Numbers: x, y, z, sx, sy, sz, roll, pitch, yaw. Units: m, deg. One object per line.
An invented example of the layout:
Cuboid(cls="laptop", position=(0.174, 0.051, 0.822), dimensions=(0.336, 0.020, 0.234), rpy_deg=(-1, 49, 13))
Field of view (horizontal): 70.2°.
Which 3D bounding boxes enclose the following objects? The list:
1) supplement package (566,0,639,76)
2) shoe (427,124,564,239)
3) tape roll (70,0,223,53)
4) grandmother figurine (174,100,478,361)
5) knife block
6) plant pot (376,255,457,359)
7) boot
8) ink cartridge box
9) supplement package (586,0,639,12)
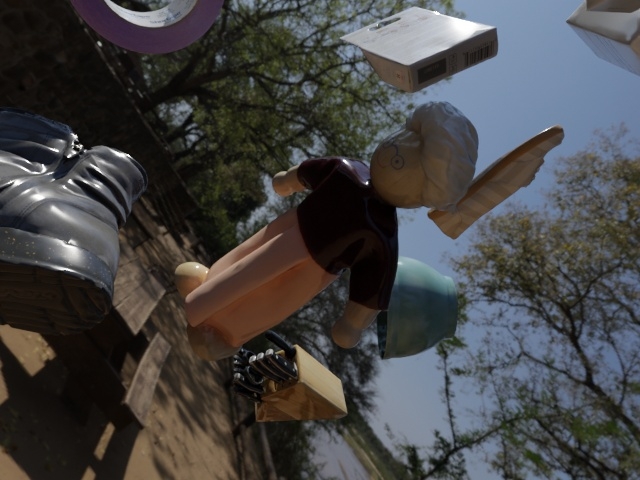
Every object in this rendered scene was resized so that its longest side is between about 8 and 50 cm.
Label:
Cuboid(cls="supplement package", position=(0.814, -0.550, 1.155), dimensions=(0.175, 0.177, 0.293), rpy_deg=(30, 28, -24))
Cuboid(cls="shoe", position=(0.261, -0.083, 0.666), dimensions=(0.058, 0.219, 0.076), rpy_deg=(53, 16, 3))
Cuboid(cls="tape roll", position=(-0.303, -0.474, 0.781), dimensions=(0.090, 0.274, 0.275), rpy_deg=(52, -10, 38))
Cuboid(cls="grandmother figurine", position=(0.000, 0.000, 0.441), dimensions=(0.104, 0.342, 0.208), rpy_deg=(7, 51, -58))
Cuboid(cls="knife block", position=(-0.048, 0.275, 0.926), dimensions=(0.088, 0.275, 0.242), rpy_deg=(-101, -155, -42))
Cuboid(cls="plant pot", position=(0.266, 0.185, 1.271), dimensions=(0.293, 0.196, 0.294), rpy_deg=(1, 90, -89))
Cuboid(cls="boot", position=(-0.338, -0.055, 0.406), dimensions=(0.338, 0.118, 0.223), rpy_deg=(28, 31, -34))
Cuboid(cls="ink cartridge box", position=(0.173, -0.358, 0.839), dimensions=(0.232, 0.189, 0.066), rpy_deg=(46, -21, 50))
Cuboid(cls="supplement package", position=(0.669, -0.641, 0.974), dimensions=(0.134, 0.138, 0.244), rpy_deg=(-173, -104, -73))
